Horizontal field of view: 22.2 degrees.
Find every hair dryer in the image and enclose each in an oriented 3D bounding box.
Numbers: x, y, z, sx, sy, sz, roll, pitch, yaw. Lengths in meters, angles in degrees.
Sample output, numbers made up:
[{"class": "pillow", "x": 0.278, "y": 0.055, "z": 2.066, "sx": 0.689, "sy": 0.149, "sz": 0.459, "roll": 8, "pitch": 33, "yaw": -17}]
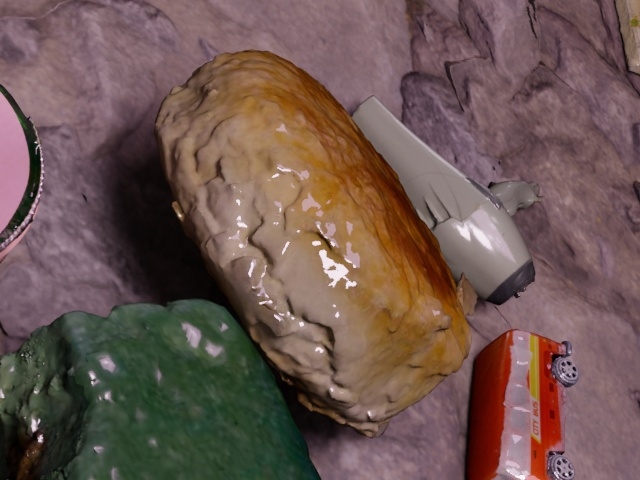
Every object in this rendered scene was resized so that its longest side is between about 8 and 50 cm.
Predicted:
[{"class": "hair dryer", "x": 0.117, "y": -0.062, "z": 1.518, "sx": 0.219, "sy": 0.088, "sz": 0.225, "roll": 41, "pitch": 30, "yaw": -10}]

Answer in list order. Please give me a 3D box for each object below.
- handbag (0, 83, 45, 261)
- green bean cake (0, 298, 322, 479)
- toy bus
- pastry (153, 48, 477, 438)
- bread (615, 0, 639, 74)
[{"class": "handbag", "x": -0.277, "y": -0.036, "z": 1.081, "sx": 0.179, "sy": 0.116, "sz": 0.205, "roll": 40, "pitch": 44, "yaw": -15}, {"class": "green bean cake", "x": -0.136, "y": 0.207, "z": 1.019, "sx": 0.300, "sy": 0.169, "sz": 0.308, "roll": -6, "pitch": 68, "yaw": -47}, {"class": "toy bus", "x": 0.171, "y": 0.161, "z": 1.410, "sx": 0.077, "sy": 0.079, "sz": 0.174, "roll": 25, "pitch": 49, "yaw": -19}, {"class": "pastry", "x": 0.000, "y": 0.000, "z": 1.228, "sx": 0.330, "sy": 0.136, "sz": 0.330, "roll": 55, "pitch": 10, "yaw": -14}, {"class": "bread", "x": 0.380, "y": -0.251, "z": 1.914, "sx": 0.068, "sy": 0.028, "sz": 0.154, "roll": 20, "pitch": 50, "yaw": -31}]
